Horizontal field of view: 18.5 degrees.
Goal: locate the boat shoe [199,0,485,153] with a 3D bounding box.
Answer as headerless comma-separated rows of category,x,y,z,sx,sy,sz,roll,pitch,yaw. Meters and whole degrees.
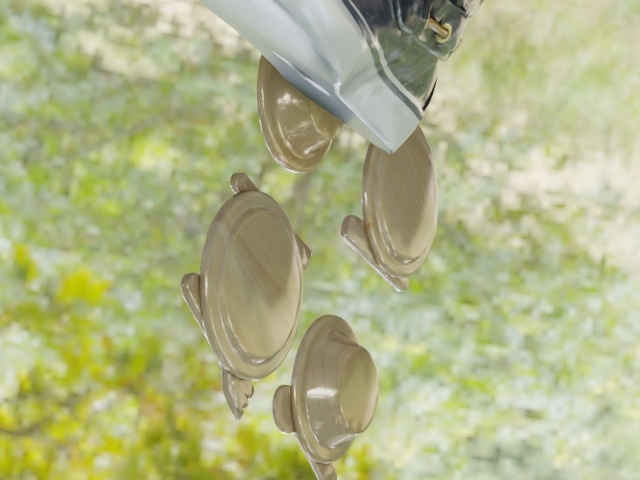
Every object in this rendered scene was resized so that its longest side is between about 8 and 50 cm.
boat shoe,0.011,-0.089,0.601,0.065,0.083,0.183,34,180,15

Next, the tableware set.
tableware set,0.000,0.000,0.713,0.020,0.169,0.141,-1,145,29
